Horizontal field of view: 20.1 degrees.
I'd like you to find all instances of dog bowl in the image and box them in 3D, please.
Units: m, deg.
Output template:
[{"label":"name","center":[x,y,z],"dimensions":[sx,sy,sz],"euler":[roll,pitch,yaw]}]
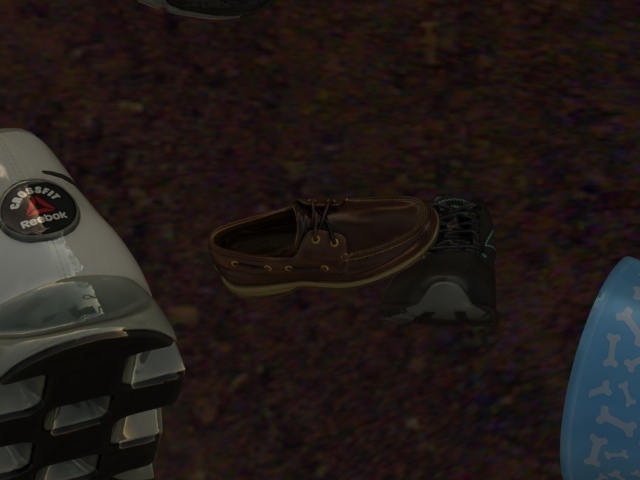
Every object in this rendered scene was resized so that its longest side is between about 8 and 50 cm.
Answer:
[{"label":"dog bowl","center":[0.257,0.078,1.274],"dimensions":[0.074,0.297,0.166],"euler":[14,113,24]}]

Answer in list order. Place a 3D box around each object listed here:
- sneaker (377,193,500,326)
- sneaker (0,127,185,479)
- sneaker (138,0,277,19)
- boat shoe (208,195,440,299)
[{"label":"sneaker","center":[0.100,0.016,1.528],"dimensions":[0.101,0.267,0.106],"euler":[3,94,2]},{"label":"sneaker","center":[-0.146,0.073,0.868],"dimensions":[0.146,0.122,0.330],"euler":[64,149,28]},{"label":"sneaker","center":[-0.129,-0.182,0.984],"dimensions":[0.229,0.132,0.086],"euler":[28,106,0]},{"label":"boat shoe","center":[0.000,0.000,1.355],"dimensions":[0.178,0.060,0.064],"euler":[-12,56,16]}]
